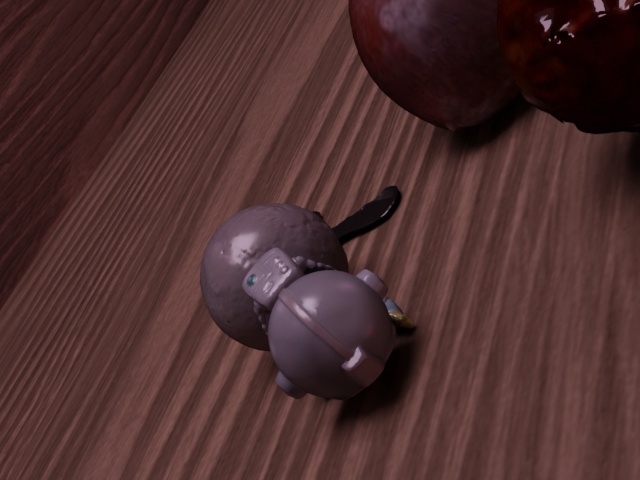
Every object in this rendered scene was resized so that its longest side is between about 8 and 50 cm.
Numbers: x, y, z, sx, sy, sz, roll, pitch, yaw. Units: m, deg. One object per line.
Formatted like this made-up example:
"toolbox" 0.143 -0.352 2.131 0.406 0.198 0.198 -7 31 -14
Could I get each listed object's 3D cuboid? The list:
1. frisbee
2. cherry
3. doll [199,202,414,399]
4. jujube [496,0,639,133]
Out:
"frisbee" 0.000 0.000 1.230 0.211 0.012 0.187 -44 19 8
"cherry" 0.142 -0.252 1.136 0.261 0.221 0.307 -22 49 54
"doll" -0.018 0.054 0.977 0.151 0.151 0.287 -47 23 -2
"jujube" 0.269 -0.183 0.784 0.290 0.197 0.197 -23 27 20
